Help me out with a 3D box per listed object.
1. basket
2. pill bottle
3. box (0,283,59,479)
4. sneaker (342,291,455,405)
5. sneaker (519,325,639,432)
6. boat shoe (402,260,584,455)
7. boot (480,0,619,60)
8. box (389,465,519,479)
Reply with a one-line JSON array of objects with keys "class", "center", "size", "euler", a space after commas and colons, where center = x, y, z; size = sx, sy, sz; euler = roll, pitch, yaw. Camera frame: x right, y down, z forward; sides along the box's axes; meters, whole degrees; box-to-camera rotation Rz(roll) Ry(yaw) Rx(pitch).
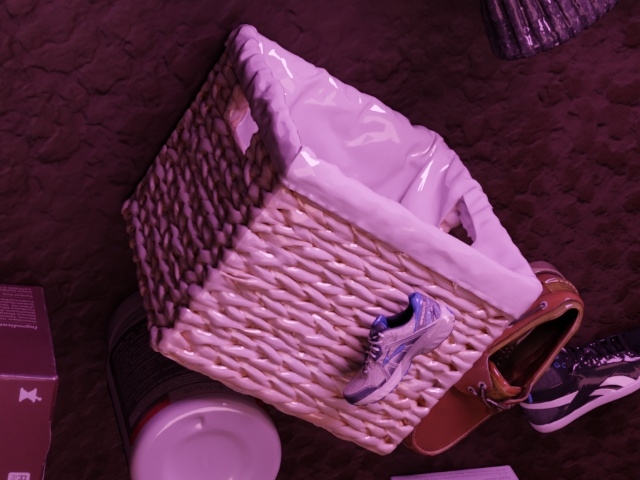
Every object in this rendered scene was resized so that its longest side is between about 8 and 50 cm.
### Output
[{"class": "basket", "center": [0.000, 0.000, 1.474], "size": [0.331, 0.328, 0.266], "euler": [27, 111, -28]}, {"class": "pill bottle", "center": [-0.151, 0.171, 1.538], "size": [0.161, 0.283, 0.161], "euler": [-7, 118, -13]}, {"class": "box", "center": [-0.387, 0.162, 1.510], "size": [0.167, 0.203, 0.168], "euler": [5, 115, -19]}, {"class": "sneaker", "center": [0.064, 0.101, 1.336], "size": [0.058, 0.052, 0.135], "euler": [40, 99, -22]}, {"class": "sneaker", "center": [0.346, 0.155, 1.797], "size": [0.217, 0.079, 0.121], "euler": [-35, 123, 5]}, {"class": "boat shoe", "center": [0.210, 0.164, 1.747], "size": [0.111, 0.104, 0.307], "euler": [29, 106, -27]}, {"class": "boot", "center": [0.135, -0.292, 1.398], "size": [0.348, 0.131, 0.260], "euler": [-23, 121, -4]}, {"class": "box", "center": [0.185, 0.415, 1.865], "size": [0.181, 0.119, 0.182], "euler": [-3, 118, -15]}]
